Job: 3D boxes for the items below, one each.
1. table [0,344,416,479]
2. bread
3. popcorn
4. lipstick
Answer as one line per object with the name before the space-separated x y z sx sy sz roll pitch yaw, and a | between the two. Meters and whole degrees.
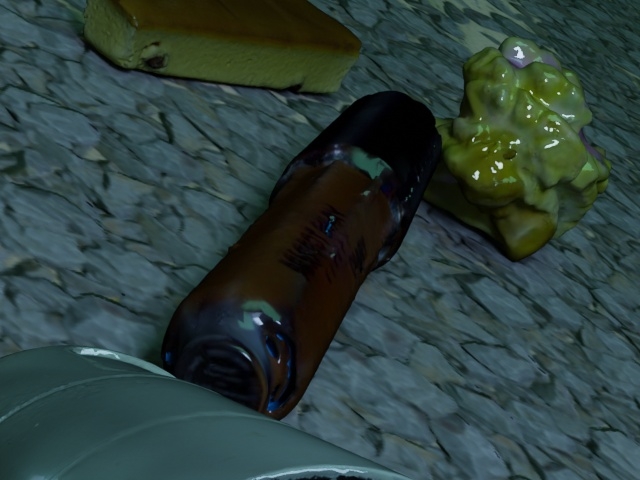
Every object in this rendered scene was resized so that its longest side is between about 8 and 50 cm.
table | -0.043 0.101 0.505 0.126 0.126 0.220 22 -5 -21
bread | -0.072 -0.140 1.249 0.226 0.049 0.088 1 35 -51
popcorn | 0.126 -0.059 1.229 0.126 0.126 0.145 45 -7 -1
lipstick | 0.000 0.000 0.988 0.077 0.077 0.418 31 21 1
